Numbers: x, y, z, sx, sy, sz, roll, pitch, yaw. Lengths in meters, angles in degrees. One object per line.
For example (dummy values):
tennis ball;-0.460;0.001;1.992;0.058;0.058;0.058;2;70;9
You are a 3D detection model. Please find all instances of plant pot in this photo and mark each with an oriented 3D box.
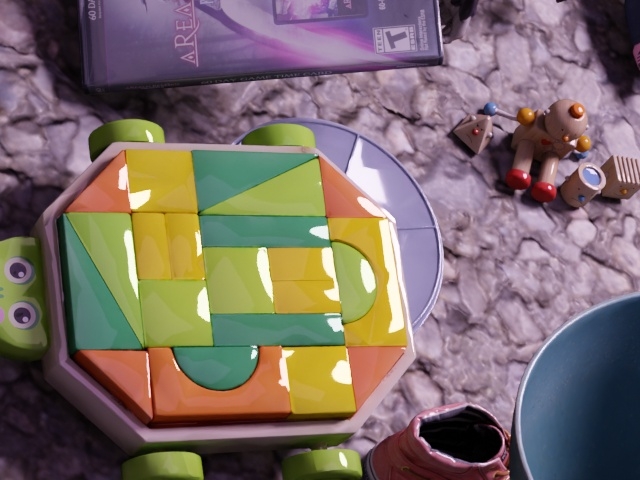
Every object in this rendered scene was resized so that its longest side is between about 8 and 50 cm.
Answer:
plant pot;0.252;0.199;1.260;0.290;0.195;0.290;5;43;-4

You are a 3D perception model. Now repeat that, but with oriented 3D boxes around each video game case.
video game case;-0.051;-0.217;1.481;0.274;0.026;0.196;-5;77;-1

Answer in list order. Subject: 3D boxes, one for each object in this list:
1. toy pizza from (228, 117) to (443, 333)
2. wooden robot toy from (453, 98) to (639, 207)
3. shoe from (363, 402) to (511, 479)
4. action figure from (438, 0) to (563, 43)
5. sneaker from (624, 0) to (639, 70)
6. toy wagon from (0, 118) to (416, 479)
toy pizza;0.000;0.000;1.474;0.201;0.032;0.201;11;62;-21
wooden robot toy;0.203;-0.080;1.615;0.173;0.079;0.076;23;53;-15
shoe;0.126;0.167;1.416;0.178;0.081;0.063;12;56;-23
action figure;0.105;-0.251;1.628;0.275;0.141;0.164;-1;65;-40
sneaker;0.418;-0.175;1.796;0.319;0.112;0.131;9;75;-22
toy wagon;-0.103;0.043;1.347;0.344;0.068;0.267;1;68;-23
